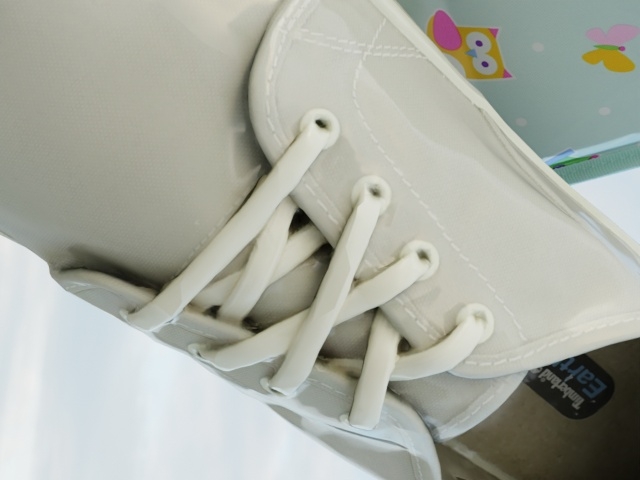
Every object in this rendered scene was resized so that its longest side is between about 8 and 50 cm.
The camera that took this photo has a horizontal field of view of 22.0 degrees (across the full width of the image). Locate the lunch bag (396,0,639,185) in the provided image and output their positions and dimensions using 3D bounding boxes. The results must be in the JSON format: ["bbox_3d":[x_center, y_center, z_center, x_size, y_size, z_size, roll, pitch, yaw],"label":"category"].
[{"bbox_3d":[0.090,-0.144,0.709,0.223,0.262,0.160,59,31,-35],"label":"lunch bag"}]

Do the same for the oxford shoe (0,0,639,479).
[{"bbox_3d":[0.000,0.000,0.616,0.169,0.449,0.130,-47,-156,21],"label":"oxford shoe"}]
